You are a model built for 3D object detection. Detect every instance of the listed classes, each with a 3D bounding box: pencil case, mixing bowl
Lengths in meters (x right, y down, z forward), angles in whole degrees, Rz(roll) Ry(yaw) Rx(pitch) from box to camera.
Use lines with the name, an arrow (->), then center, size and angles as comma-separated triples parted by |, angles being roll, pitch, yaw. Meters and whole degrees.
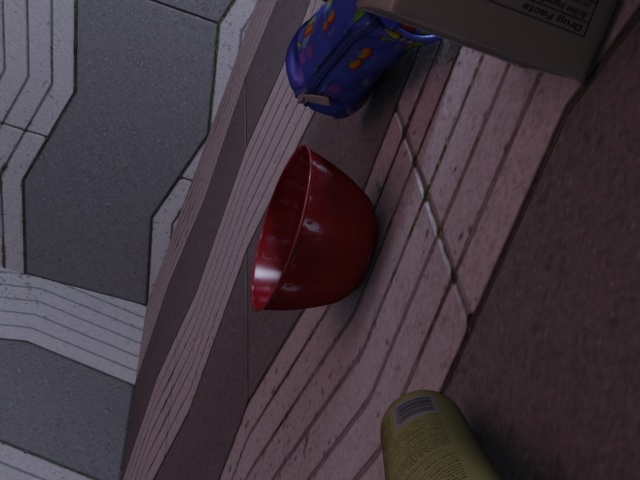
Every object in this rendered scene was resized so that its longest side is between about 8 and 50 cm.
pencil case -> 0.048, -0.225, 0.994 | 0.133, 0.119, 0.306 | -53, 9, -17
mixing bowl -> 0.000, 0.000, 0.971 | 0.181, 0.098, 0.181 | -163, 90, -76

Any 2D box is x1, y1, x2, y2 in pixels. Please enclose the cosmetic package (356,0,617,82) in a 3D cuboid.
cosmetic package -> 0.150, -0.276, 0.628 | 0.129, 0.153, 0.296 | -121, 51, -73

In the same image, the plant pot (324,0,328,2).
plant pot -> 0.003, -0.399, 1.091 | 0.237, 0.254, 0.237 | -164, 90, -76

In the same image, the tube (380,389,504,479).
tube -> 0.069, 0.147, 0.524 | 0.240, 0.062, 0.070 | -74, -16, -85
